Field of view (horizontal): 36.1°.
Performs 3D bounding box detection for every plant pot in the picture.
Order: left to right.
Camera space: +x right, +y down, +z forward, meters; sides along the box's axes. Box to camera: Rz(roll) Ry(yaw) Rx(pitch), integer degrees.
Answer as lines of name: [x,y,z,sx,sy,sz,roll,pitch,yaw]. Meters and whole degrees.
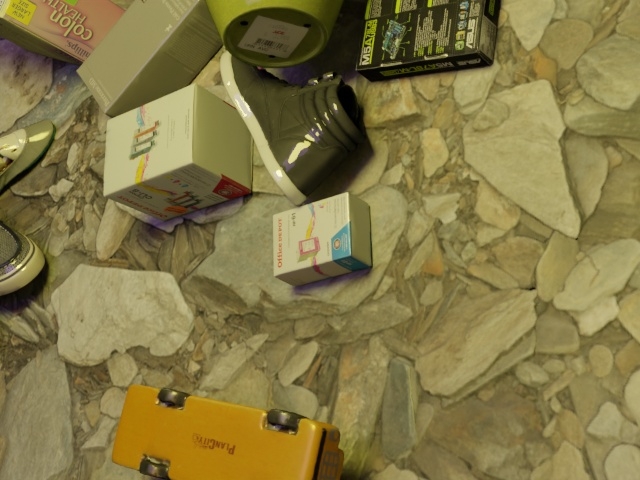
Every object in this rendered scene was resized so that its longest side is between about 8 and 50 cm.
plant pot: [-0.061,-0.387,1.304,0.275,0.275,0.293,-18,63,31]

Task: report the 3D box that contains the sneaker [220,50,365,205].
sneaker: [-0.033,-0.189,1.333,0.147,0.104,0.295,-35,51,8]

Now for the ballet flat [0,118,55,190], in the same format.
ballet flat: [-0.553,-0.141,1.716,0.213,0.068,0.072,-40,54,18]

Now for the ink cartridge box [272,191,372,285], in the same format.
ink cartridge box: [0.000,0.000,1.258,0.122,0.052,0.088,-17,64,33]

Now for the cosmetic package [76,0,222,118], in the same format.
cosmetic package: [-0.256,-0.299,1.533,0.238,0.107,0.127,-47,55,9]

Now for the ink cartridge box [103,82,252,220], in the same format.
ink cartridge box: [-0.205,-0.121,1.408,0.176,0.128,0.127,-16,64,33]

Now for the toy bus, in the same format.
toy bus: [-0.111,0.253,1.194,0.333,0.130,0.108,3,74,38]

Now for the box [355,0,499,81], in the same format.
box: [0.143,-0.310,1.276,0.184,0.045,0.190,-3,72,39]

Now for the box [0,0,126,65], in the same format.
box: [-0.495,-0.401,1.676,0.243,0.213,0.117,22,87,40]

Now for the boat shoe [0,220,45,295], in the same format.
boat shoe: [-0.606,-0.018,1.631,0.341,0.158,0.127,12,54,39]
